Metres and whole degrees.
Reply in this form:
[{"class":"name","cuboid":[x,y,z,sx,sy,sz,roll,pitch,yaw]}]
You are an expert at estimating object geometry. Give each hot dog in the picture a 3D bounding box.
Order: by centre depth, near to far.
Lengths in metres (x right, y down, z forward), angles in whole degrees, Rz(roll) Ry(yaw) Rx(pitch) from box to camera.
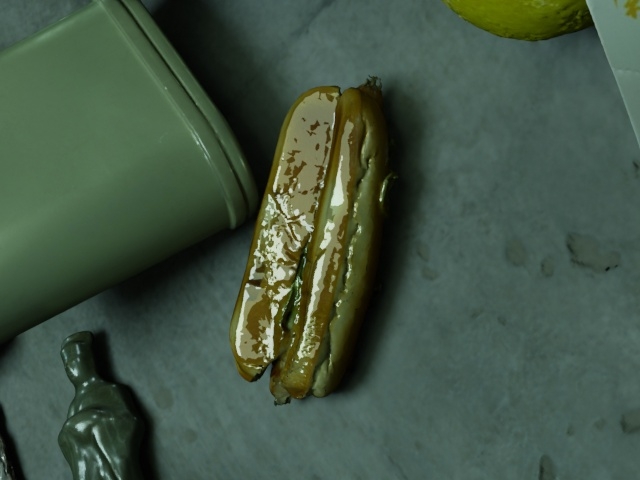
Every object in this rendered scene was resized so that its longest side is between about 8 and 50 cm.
[{"class":"hot dog","cuboid":[0.000,0.000,1.059,0.109,0.072,0.269,17,93,31]}]

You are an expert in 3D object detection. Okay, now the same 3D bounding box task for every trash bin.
[{"class":"trash bin","cuboid":[-0.210,-0.060,1.106,0.247,0.121,0.243,-31,63,-13]}]

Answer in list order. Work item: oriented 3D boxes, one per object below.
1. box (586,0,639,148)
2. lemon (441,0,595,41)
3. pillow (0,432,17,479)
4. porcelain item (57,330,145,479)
[{"class":"box","cuboid":[0.346,-0.124,0.800,0.343,0.065,0.200,-10,120,31]},{"class":"lemon","cuboid":[0.140,-0.230,0.936,0.173,0.206,0.173,-22,32,15]},{"class":"pillow","cuboid":[-0.387,0.233,1.277,0.248,0.049,0.135,-32,63,21]},{"class":"porcelain item","cuboid":[-0.183,0.175,1.154,0.081,0.069,0.215,-29,63,30]}]
